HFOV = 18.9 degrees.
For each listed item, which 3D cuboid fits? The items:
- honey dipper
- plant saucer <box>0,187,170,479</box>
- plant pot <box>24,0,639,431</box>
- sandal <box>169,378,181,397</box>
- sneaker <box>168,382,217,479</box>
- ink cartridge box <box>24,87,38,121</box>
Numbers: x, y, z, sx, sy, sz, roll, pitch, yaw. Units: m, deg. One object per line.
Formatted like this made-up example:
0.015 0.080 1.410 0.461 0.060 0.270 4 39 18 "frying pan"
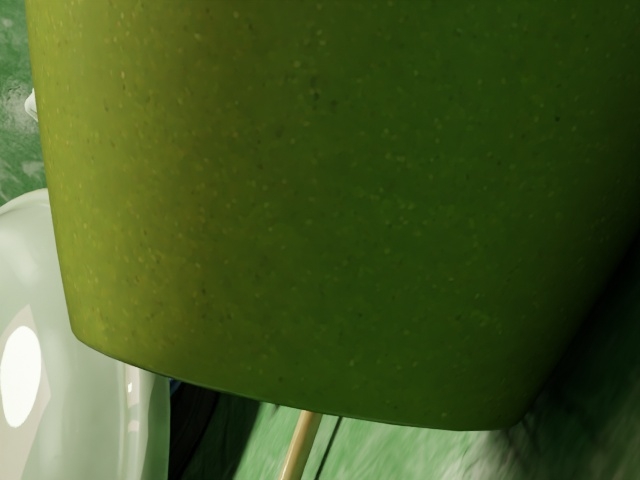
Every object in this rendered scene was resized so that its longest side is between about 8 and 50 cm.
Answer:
0.002 0.057 0.854 0.030 0.030 0.160 -49 18 60 "honey dipper"
-0.229 0.156 1.154 0.400 0.100 0.400 -27 57 51 "plant saucer"
0.023 -0.102 0.557 0.275 0.275 0.293 -149 70 -82 "plant pot"
-0.129 0.079 1.392 0.138 0.126 0.317 -25 8 9 "sandal"
-0.138 0.143 1.233 0.170 0.089 0.051 -63 8 -5 "sneaker"
-0.056 -0.162 1.331 0.211 0.121 0.289 -44 6 25 "ink cartridge box"
